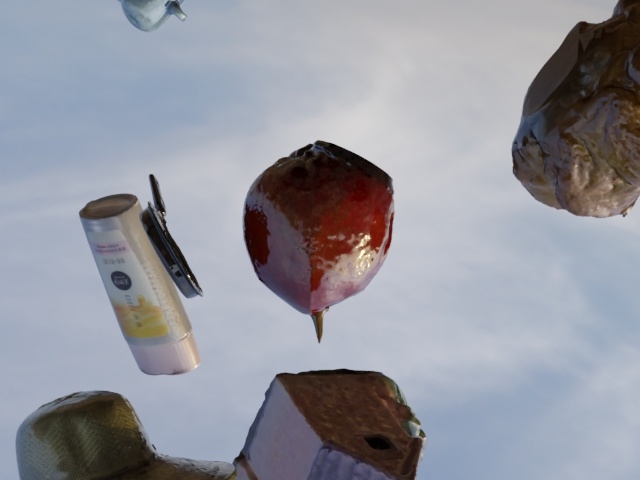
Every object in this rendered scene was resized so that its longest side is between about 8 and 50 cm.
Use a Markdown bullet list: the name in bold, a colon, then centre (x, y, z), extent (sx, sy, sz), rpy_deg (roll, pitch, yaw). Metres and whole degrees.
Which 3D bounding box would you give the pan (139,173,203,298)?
- **pan**: centre (-0.199, -0.012, 1.671), extent (0.136, 0.028, 0.235), rpy_deg (63, 180, -38)

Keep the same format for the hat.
- **hat**: centre (-0.207, 0.188, 1.151), extent (0.252, 0.110, 0.252), rpy_deg (-15, -178, 0)

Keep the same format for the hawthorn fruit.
- **hawthorn fruit**: centre (0.000, 0.000, 1.646), extent (0.189, 0.251, 0.189), rpy_deg (1, -174, 0)

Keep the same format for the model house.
- **model house**: centre (0.041, 0.288, 1.325), extent (0.202, 0.237, 0.237), rpy_deg (11, -157, -32)

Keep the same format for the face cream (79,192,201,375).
- **face cream**: centre (-0.248, 0.066, 1.834), extent (0.107, 0.269, 0.073), rpy_deg (1, -147, 30)

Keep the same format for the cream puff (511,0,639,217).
- **cream puff**: centre (0.312, -0.140, 1.411), extent (0.155, 0.269, 0.241), rpy_deg (28, -146, -16)

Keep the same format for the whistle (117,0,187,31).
- **whistle**: centre (-0.242, -0.325, 1.462), extent (0.269, 0.093, 0.180), rpy_deg (39, -177, 18)
